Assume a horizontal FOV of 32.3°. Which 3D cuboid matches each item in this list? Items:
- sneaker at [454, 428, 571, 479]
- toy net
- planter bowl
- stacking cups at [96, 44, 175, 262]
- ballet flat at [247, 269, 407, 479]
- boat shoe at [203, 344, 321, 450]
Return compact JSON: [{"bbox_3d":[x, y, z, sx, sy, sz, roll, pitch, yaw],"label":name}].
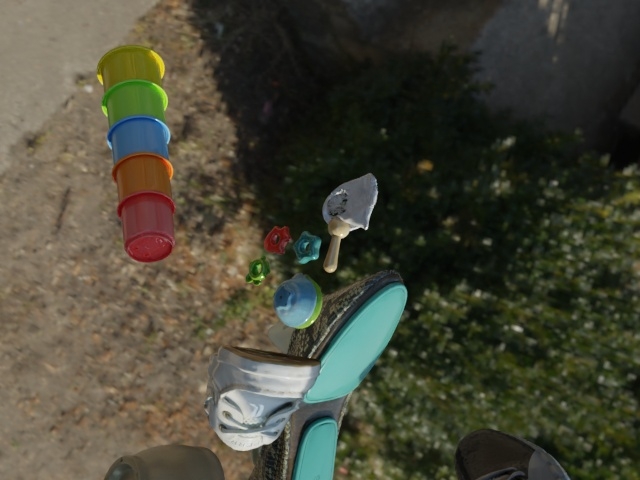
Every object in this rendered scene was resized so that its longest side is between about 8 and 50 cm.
[{"bbox_3d":[0.152,0.204,0.849,0.086,0.229,0.132,-41,129,4],"label":"sneaker"},{"bbox_3d":[0.000,0.000,1.426,0.045,0.122,0.232,19,117,-46],"label":"toy net"},{"bbox_3d":[-0.210,0.328,1.387,0.109,0.162,0.162,23,88,-34],"label":"planter bowl"},{"bbox_3d":[-0.232,-0.118,1.449,0.096,0.316,0.096,-10,144,-7],"label":"stacking cups"},{"bbox_3d":[-0.027,0.231,1.696,0.164,0.182,0.483,-4,119,-48],"label":"ballet flat"},{"bbox_3d":[-0.063,0.157,1.071,0.098,0.277,0.096,12,78,-8],"label":"boat shoe"}]
